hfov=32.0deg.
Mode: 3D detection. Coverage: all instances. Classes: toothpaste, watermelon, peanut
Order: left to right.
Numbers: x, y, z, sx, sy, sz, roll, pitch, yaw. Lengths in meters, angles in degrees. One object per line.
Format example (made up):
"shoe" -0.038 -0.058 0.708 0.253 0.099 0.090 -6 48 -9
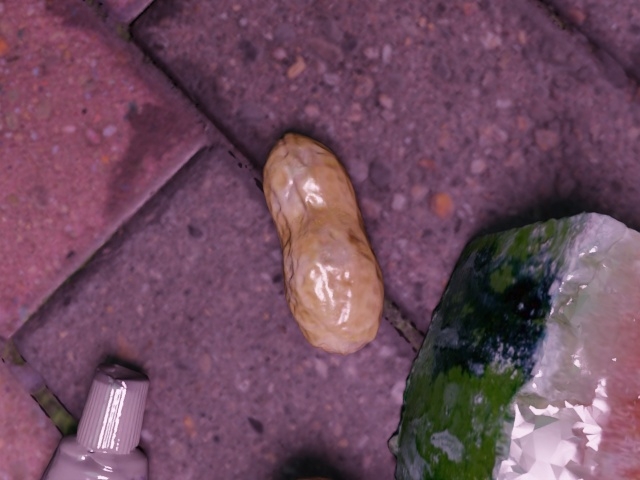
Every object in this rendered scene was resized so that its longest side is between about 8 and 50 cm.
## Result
"toothpaste" -0.186 0.234 0.854 0.099 0.068 0.283 15 91 42
"peanut" 0.000 0.000 0.835 0.080 0.080 0.175 -18 79 9
"watermelon" 0.189 0.127 0.737 0.301 0.151 0.264 12 84 14

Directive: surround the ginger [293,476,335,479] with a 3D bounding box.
"ginger" -0.031 0.302 0.738 0.304 0.155 0.245 -44 51 38
